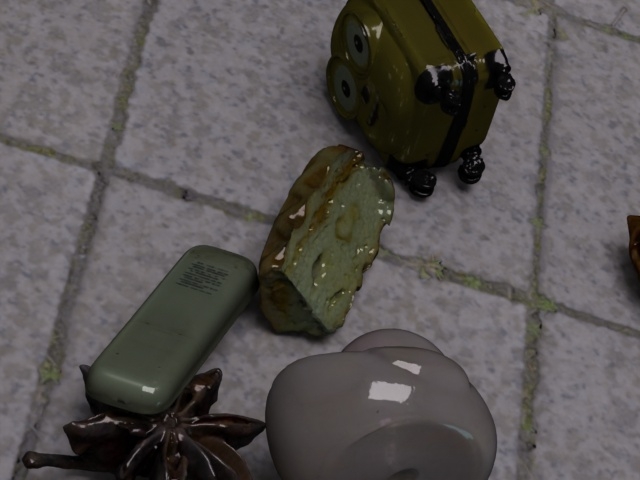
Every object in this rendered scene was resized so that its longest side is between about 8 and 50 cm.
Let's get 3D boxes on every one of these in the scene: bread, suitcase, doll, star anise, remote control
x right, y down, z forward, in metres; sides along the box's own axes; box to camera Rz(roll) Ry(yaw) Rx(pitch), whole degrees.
[{"bbox_3d":[0.000,0.000,2.023,0.128,0.088,0.232,52,45,-26],"label":"bread"},{"bbox_3d":[0.105,-0.193,2.157,0.143,0.194,0.235,-17,59,-22],"label":"suitcase"},{"bbox_3d":[0.056,0.167,1.844,0.251,0.221,0.221,16,46,-32],"label":"doll"},{"bbox_3d":[-0.163,0.193,1.788,0.231,0.089,0.209,8,35,-9],"label":"star anise"},{"bbox_3d":[-0.140,0.082,1.864,0.090,0.038,0.309,17,28,9],"label":"remote control"}]

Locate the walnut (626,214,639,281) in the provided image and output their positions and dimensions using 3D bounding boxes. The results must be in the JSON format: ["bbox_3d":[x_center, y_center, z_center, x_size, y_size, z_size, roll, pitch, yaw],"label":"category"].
[{"bbox_3d":[0.429,0.038,2.157,0.207,0.116,0.116,45,49,16],"label":"walnut"}]
